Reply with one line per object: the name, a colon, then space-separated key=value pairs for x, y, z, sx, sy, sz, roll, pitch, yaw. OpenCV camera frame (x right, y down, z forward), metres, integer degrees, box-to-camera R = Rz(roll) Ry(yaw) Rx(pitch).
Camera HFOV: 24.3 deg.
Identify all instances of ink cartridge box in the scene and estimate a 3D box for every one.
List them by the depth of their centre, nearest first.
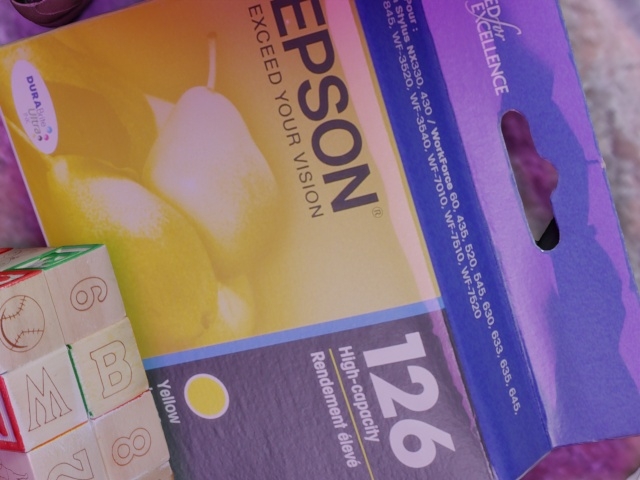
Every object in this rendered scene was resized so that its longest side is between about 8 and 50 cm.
ink cartridge box: x=0.000 y=0.000 z=0.806 sx=0.307 sy=0.072 sz=0.304 roll=-13 pitch=100 yaw=26

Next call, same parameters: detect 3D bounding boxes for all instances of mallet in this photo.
mallet: x=0.073 y=-0.025 z=0.824 sx=0.189 sy=0.039 sz=0.062 roll=35 pitch=109 yaw=5

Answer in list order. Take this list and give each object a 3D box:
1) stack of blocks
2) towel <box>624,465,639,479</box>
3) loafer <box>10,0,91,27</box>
stack of blocks: x=-0.164 y=0.156 z=0.849 sx=0.171 sy=0.087 sz=0.297 roll=-3 pitch=106 yaw=45
towel: x=0.335 y=0.130 z=0.810 sx=0.285 sy=0.034 sz=0.209 roll=28 pitch=105 yaw=1
loafer: x=-0.122 y=-0.175 z=0.816 sx=0.056 sy=0.050 sz=0.148 roll=38 pitch=108 yaw=0
